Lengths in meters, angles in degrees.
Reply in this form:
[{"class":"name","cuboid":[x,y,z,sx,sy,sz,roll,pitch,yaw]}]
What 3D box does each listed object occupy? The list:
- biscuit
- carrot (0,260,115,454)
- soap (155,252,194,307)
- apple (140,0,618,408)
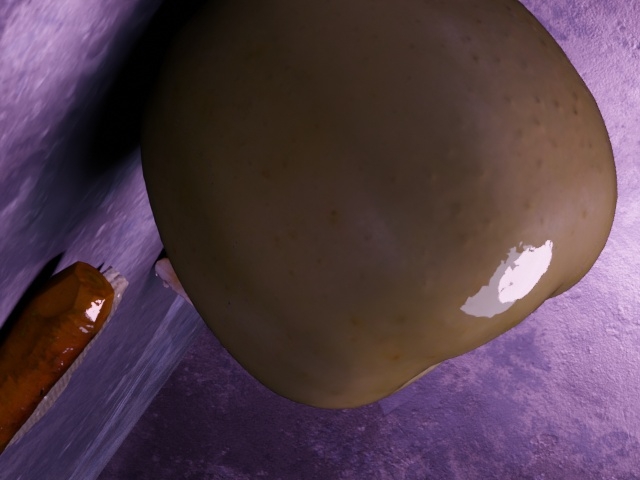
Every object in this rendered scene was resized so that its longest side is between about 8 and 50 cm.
[{"class":"biscuit","cuboid":[-0.269,0.123,1.218,0.199,0.040,0.121,-54,176,26]},{"class":"carrot","cuboid":[-0.286,0.148,1.055,0.314,0.066,0.066,-51,179,16]},{"class":"soap","cuboid":[0.000,0.000,1.611,0.338,0.304,0.169,-52,-179,-43]},{"class":"apple","cuboid":[0.036,-0.053,0.922,0.357,0.357,0.357,-53,178,-2]}]
